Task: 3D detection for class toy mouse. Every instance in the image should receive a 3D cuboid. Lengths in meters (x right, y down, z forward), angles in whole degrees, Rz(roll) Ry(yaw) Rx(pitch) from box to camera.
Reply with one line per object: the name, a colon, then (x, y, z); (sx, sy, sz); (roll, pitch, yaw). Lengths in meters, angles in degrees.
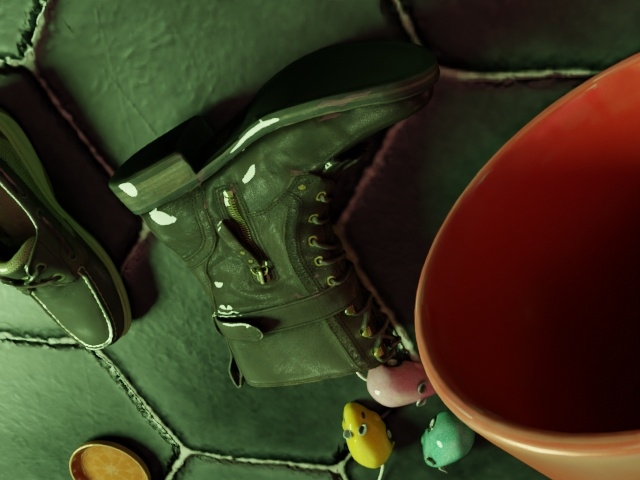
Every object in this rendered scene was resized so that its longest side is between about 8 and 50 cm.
toy mouse: (0.081, 0.150, 0.611); (0.143, 0.031, 0.161); (-17, 113, 20)

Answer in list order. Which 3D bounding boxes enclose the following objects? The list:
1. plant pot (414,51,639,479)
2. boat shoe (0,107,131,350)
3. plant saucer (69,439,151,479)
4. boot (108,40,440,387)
plant pot: (0.231, 0.056, 0.411); (0.275, 0.275, 0.243); (-35, 117, 26)
boat shoe: (-0.230, 0.004, 0.571); (0.080, 0.073, 0.224); (-17, 114, 20)
plant saucer: (-0.208, 0.230, 0.726); (0.083, 0.013, 0.084); (5, 119, 8)
boot: (0.000, 0.000, 0.526); (0.262, 0.091, 0.229); (-19, 118, 25)
